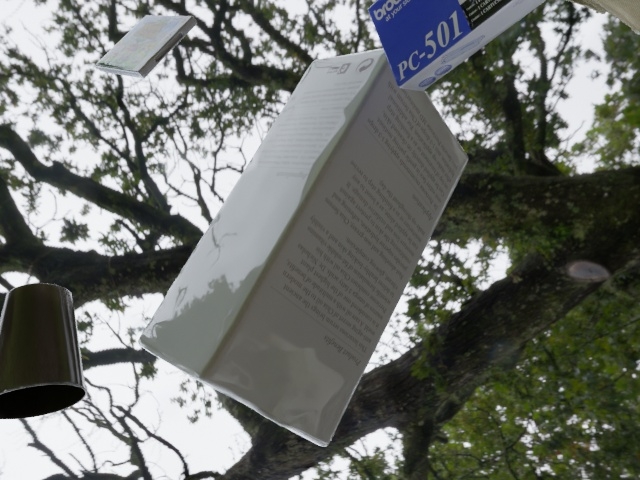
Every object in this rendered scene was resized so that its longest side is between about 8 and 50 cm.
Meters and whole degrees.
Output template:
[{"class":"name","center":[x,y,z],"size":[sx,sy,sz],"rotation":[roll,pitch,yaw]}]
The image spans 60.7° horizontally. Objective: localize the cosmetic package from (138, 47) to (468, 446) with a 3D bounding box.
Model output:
[{"class":"cosmetic package","center":[0.000,0.000,0.722],"size":[0.230,0.161,0.453],"rotation":[43,-112,-38]}]

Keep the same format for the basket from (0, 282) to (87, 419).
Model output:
[{"class":"basket","center":[-0.567,0.214,1.090],"size":[0.204,0.154,0.227],"rotation":[-21,-122,10]}]

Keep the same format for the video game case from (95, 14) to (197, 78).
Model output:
[{"class":"video game case","center":[-0.418,-0.467,1.303],"size":[0.212,0.023,0.193],"rotation":[21,-113,40]}]

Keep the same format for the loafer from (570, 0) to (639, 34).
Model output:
[{"class":"loafer","center":[0.153,-0.132,0.258],"size":[0.148,0.056,0.050],"rotation":[-7,-115,-29]}]

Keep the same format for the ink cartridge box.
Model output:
[{"class":"ink cartridge box","center":[0.143,-0.238,0.508],"size":[0.046,0.207,0.097],"rotation":[-9,-105,-43]}]
